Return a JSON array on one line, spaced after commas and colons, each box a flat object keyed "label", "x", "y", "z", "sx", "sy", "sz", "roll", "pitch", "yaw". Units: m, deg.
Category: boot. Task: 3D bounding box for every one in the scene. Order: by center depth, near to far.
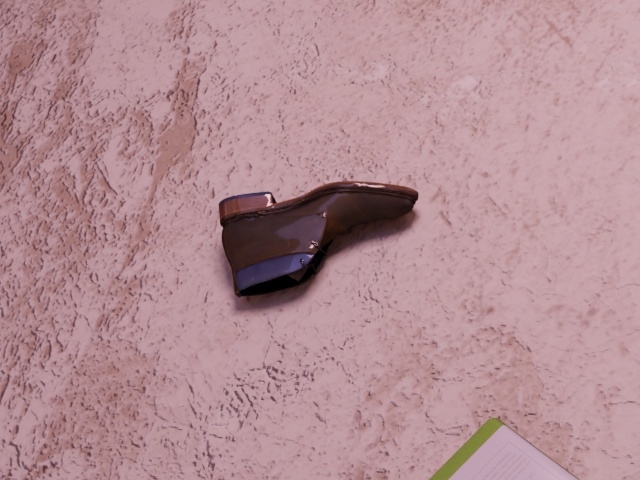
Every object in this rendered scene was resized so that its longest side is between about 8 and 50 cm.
[{"label": "boot", "x": 0.000, "y": 0.000, "z": 1.778, "sx": 0.219, "sy": 0.082, "sz": 0.106, "roll": -7, "pitch": 73, "yaw": 14}]

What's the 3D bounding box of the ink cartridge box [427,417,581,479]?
[{"label": "ink cartridge box", "x": 0.182, "y": 0.301, "z": 1.422, "sx": 0.189, "sy": 0.097, "sz": 0.255, "roll": -43, "pitch": 51, "yaw": -13}]
